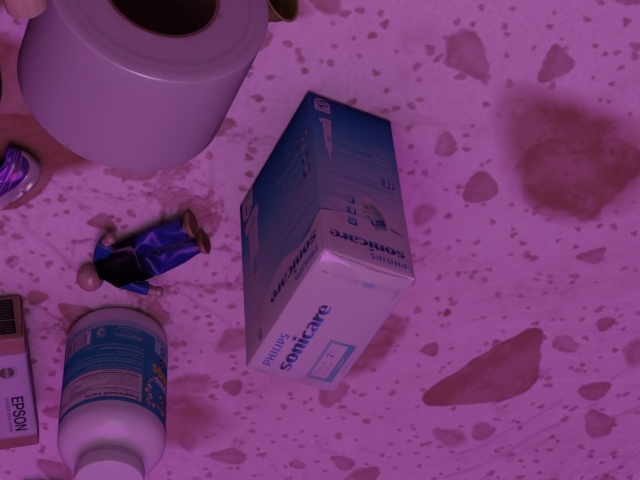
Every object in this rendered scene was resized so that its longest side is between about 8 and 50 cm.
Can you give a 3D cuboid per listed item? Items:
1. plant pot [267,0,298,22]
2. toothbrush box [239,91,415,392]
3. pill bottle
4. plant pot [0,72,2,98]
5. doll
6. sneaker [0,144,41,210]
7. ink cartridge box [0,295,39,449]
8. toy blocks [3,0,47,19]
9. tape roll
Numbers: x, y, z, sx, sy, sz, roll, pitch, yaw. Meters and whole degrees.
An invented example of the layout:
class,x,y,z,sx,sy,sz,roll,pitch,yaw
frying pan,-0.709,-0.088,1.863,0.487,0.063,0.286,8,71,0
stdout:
class,x,y,z,sx,sy,sz,roll,pitch,yaw
plant pot,-0.080,-0.280,1.727,0.079,0.083,0.083,-16,133,26
toothbrush box,0.000,0.000,1.835,0.126,0.295,0.216,18,128,-19
pill bottle,-0.283,0.229,2.042,0.146,0.264,0.146,-2,133,-2
plant pot,-0.509,-0.107,1.712,0.256,0.274,0.256,-2,132,-2
doll,-0.243,0.028,2.010,0.189,0.046,0.129,-21,130,14
sneaker,-0.434,-0.064,1.913,0.170,0.068,0.071,-37,110,16
ink cartridge box,-0.502,0.197,2.098,0.193,0.088,0.235,-7,133,-10
toy blocks,-0.421,-0.388,1.458,0.309,0.288,0.260,-3,138,2
tape roll,-0.196,-0.221,1.631,0.246,0.246,0.169,13,144,-15
